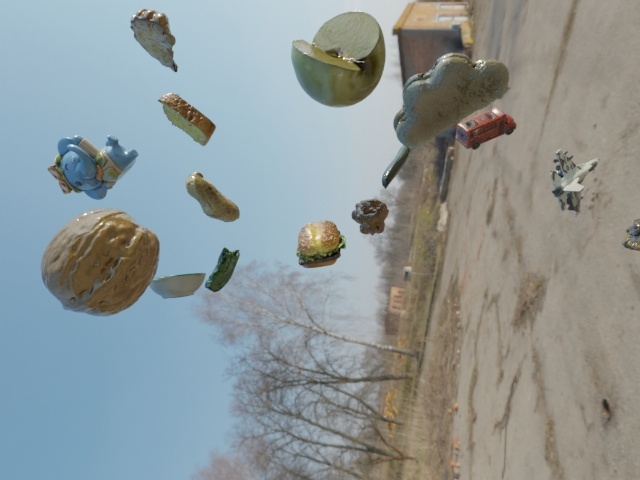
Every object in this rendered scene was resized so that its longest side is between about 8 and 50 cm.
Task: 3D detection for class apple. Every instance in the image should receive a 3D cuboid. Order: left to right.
[{"bbox_3d":[0.060,-0.565,1.295,0.295,0.258,0.233,-50,-34,-20],"label":"apple"}]

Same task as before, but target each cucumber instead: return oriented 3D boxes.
[{"bbox_3d":[0.301,-0.301,1.567,0.284,0.056,0.056,-57,-26,-35],"label":"cucumber"}]

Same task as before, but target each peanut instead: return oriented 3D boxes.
[{"bbox_3d":[-0.365,-0.138,1.348,0.214,0.099,0.099,50,-146,-18],"label":"peanut"}]

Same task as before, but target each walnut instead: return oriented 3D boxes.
[{"bbox_3d":[-0.427,0.045,0.785,0.213,0.213,0.213,8,-90,-77],"label":"walnut"}]

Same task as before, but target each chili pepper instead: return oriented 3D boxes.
[{"bbox_3d":[-0.443,0.131,1.824,0.224,0.098,0.061,-62,21,-10],"label":"chili pepper"}]

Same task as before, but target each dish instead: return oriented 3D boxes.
[{"bbox_3d":[-0.514,0.162,1.405,0.224,0.246,0.078,2,-99,-66],"label":"dish"}]

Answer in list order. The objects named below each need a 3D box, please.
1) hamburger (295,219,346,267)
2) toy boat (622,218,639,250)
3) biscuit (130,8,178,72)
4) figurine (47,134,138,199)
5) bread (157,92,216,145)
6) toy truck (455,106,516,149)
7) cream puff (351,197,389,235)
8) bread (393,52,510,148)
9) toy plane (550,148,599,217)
[{"bbox_3d":[0.000,0.000,1.069,0.166,0.137,0.087,-88,-14,-60],"label":"hamburger"},{"bbox_3d":[0.554,-0.014,0.651,0.206,0.072,0.064,19,-99,-73],"label":"toy boat"},{"bbox_3d":[-0.392,-0.495,0.962,0.061,0.118,0.183,-62,9,-12],"label":"biscuit"},{"bbox_3d":[-0.690,-0.238,1.211,0.180,0.262,0.153,38,-150,-47],"label":"figurine"},{"bbox_3d":[-0.415,-0.381,1.258,0.065,0.187,0.103,-58,4,-18],"label":"bread"},{"bbox_3d":[0.739,-0.506,1.777,0.114,0.253,0.107,69,177,-47],"label":"toy truck"},{"bbox_3d":[0.161,-0.072,1.261,0.122,0.116,0.094,-109,-5,-48],"label":"cream puff"},{"bbox_3d":[0.346,-0.408,1.129,0.183,0.337,0.102,42,-147,-31],"label":"bread"},{"bbox_3d":[0.577,-0.144,0.918,0.234,0.082,0.160,-33,-77,-42],"label":"toy plane"}]
